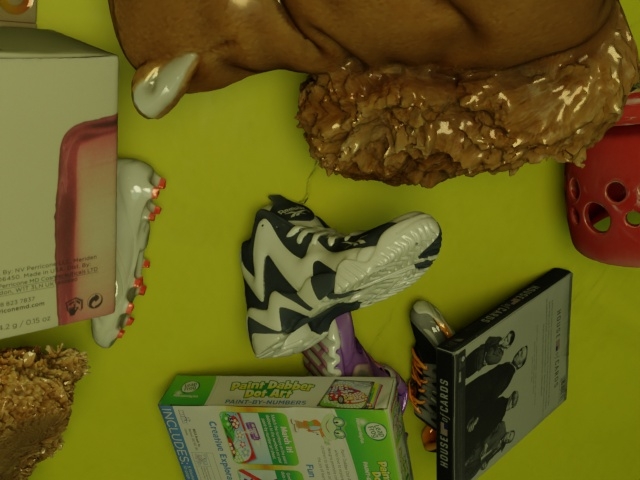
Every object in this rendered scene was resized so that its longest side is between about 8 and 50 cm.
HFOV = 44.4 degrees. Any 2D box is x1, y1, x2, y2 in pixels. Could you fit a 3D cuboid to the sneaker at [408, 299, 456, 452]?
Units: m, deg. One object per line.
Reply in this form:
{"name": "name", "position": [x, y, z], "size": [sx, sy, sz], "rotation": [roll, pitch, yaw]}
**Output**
{"name": "sneaker", "position": [0.136, 0.166, 0.903], "size": [0.083, 0.084, 0.215], "rotation": [-21, 115, 1]}

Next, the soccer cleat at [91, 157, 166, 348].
{"name": "soccer cleat", "position": [-0.208, 0.011, 0.776], "size": [0.076, 0.068, 0.196], "rotation": [15, 106, -2]}

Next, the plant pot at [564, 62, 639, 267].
{"name": "plant pot", "position": [0.343, -0.085, 0.796], "size": [0.191, 0.191, 0.174], "rotation": [-16, 110, -7]}

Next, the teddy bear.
{"name": "teddy bear", "position": [-0.345, 0.211, 0.741], "size": [0.245, 0.113, 0.338], "rotation": [-19, 150, -36]}

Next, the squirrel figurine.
{"name": "squirrel figurine", "position": [0.032, -0.178, 0.628], "size": [0.370, 0.281, 0.397], "rotation": [-20, 123, 14]}

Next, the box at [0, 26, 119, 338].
{"name": "box", "position": [-0.259, -0.055, 0.668], "size": [0.127, 0.148, 0.232], "rotation": [-10, 117, -38]}

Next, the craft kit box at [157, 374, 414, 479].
{"name": "craft kit box", "position": [-0.024, 0.258, 0.849], "size": [0.246, 0.061, 0.250], "rotation": [-1, 120, 19]}

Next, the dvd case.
{"name": "dvd case", "position": [0.209, 0.152, 0.876], "size": [0.238, 0.029, 0.179], "rotation": [-24, 119, -41]}

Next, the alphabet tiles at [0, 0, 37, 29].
{"name": "alphabet tiles", "position": [-0.328, -0.225, 0.636], "size": [0.198, 0.009, 0.237], "rotation": [-7, 114, -39]}

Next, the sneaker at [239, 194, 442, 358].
{"name": "sneaker", "position": [0.000, 0.000, 0.763], "size": [0.094, 0.153, 0.235], "rotation": [0, 149, -44]}

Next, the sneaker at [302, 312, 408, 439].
{"name": "sneaker", "position": [0.045, 0.161, 0.879], "size": [0.104, 0.095, 0.236], "rotation": [-19, 119, -13]}
